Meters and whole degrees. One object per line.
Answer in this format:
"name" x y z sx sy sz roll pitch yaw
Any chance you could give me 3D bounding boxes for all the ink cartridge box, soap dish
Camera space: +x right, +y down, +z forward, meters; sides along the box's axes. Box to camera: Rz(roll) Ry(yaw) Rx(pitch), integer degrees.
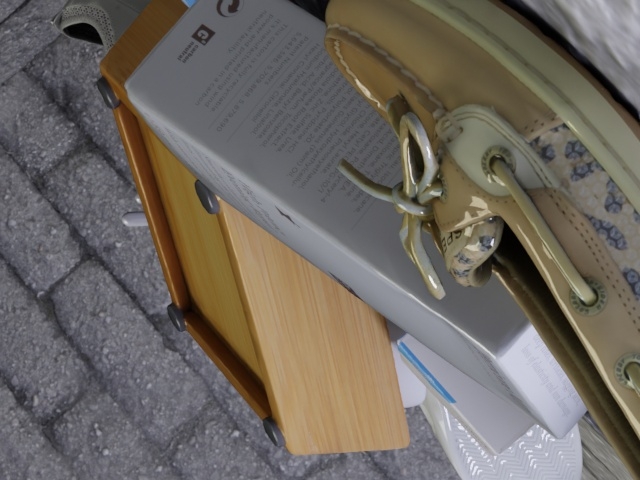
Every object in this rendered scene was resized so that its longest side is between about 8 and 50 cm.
"ink cartridge box" 0.111 0.073 1.002 0.092 0.090 0.143 48 178 8
"soap dish" -0.041 -0.008 1.095 0.229 0.118 0.290 44 155 46

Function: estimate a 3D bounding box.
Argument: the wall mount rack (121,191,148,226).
"wall mount rack" -0.084 0.003 1.998 0.304 0.130 0.350 38 -175 -7

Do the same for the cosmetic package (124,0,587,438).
"cosmetic package" 0.032 -0.018 0.716 0.231 0.085 0.117 37 174 31

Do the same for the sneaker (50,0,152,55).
"sneaker" -0.113 -0.130 1.311 0.281 0.115 0.105 46 176 30

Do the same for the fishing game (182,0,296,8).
"fishing game" -0.024 -0.123 0.855 0.264 0.041 0.189 36 176 27

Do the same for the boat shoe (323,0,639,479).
"boat shoe" 0.088 0.012 0.555 0.285 0.089 0.104 47 177 19

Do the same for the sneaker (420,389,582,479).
"sneaker" 0.101 0.086 1.280 0.292 0.108 0.169 59 175 -20
